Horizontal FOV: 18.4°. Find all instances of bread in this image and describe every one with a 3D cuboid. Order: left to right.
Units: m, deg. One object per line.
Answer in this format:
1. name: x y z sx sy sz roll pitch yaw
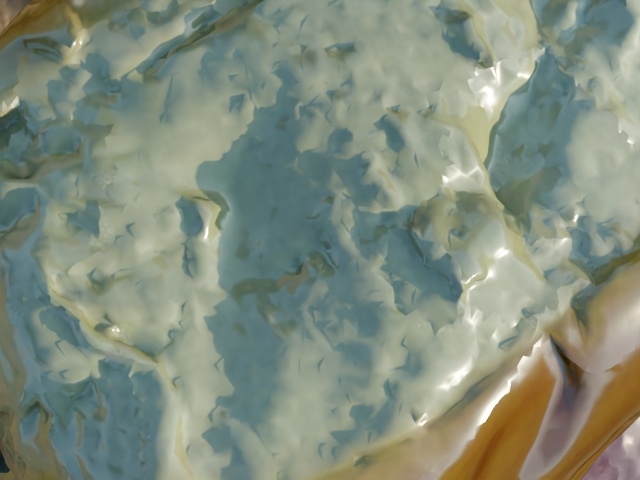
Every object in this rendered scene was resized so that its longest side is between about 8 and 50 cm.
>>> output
1. bread: 0.000 0.000 0.642 0.279 0.250 0.225 -36 86 -13

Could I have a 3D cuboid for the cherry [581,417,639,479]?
1. cherry: 0.063 0.068 0.945 0.300 0.230 0.203 -19 123 -16
